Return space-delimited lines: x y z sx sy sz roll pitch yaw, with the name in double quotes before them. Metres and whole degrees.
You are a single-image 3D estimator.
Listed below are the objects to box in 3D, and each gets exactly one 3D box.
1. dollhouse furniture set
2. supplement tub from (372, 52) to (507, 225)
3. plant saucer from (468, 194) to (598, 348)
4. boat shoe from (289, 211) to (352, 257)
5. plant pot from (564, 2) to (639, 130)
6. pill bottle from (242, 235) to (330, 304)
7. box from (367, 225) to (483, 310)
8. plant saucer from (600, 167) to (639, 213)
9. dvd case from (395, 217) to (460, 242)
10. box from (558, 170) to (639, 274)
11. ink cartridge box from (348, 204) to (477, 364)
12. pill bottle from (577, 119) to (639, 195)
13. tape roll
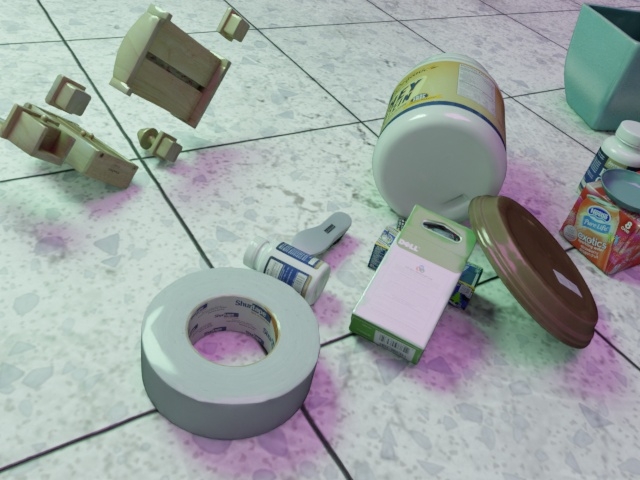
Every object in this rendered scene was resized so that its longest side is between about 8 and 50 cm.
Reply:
"dollhouse furniture set" -0.324 -0.287 0.949 0.173 0.356 0.303 32 4 20
"supplement tub" 0.228 -0.201 1.109 0.228 0.228 0.316 16 39 3
"plant saucer" 0.332 0.035 0.907 0.278 0.041 0.278 34 32 -25
"boat shoe" 0.000 0.000 0.957 0.049 0.040 0.142 41 47 17
"plant pot" 0.765 -0.415 1.491 0.247 0.252 0.247 1 41 -14
"pill bottle" -0.051 0.041 0.873 0.120 0.067 0.067 26 41 14
"box" 0.165 0.043 0.942 0.169 0.054 0.059 25 41 13
"plant saucer" 0.538 -0.081 1.023 0.119 0.021 0.119 7 42 -6
"dvd case" 0.185 0.005 1.023 0.119 0.013 0.087 15 40 3
"box" 0.597 -0.044 1.110 0.256 0.123 0.128 -12 47 -27
"ink cartridge box" 0.137 0.060 0.857 0.109 0.062 0.209 26 62 14
"pill bottle" 0.601 -0.152 1.201 0.094 0.169 0.094 8 40 -6
"tape roll" -0.112 0.133 0.744 0.219 0.072 0.219 7 40 -6
